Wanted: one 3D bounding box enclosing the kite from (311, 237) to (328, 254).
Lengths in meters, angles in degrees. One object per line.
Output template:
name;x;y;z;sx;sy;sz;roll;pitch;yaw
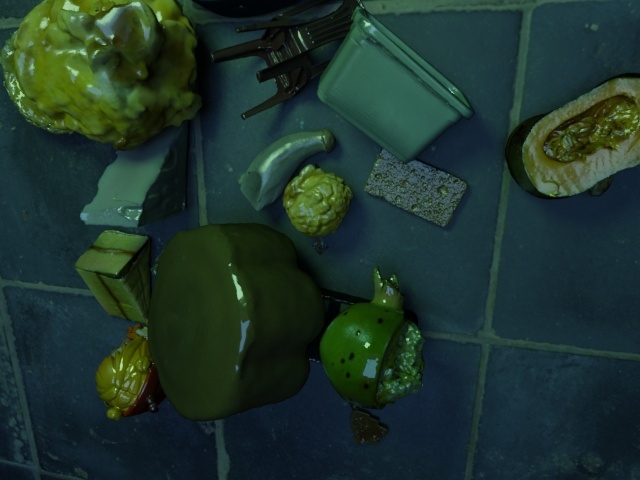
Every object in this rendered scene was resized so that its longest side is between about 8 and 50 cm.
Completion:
kite;0.006;0.003;1.156;0.044;0.002;0.078;29;110;5

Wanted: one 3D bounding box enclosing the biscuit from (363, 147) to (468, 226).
biscuit;0.232;-0.133;1.048;0.230;0.025;0.131;27;111;6

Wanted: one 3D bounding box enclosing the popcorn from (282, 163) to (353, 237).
popcorn;-0.009;-0.096;1.050;0.180;0.180;0.170;-17;66;18

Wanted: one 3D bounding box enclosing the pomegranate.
pomegranate;0.130;0.233;1.011;0.260;0.260;0.341;8;74;12

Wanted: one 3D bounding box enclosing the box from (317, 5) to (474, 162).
box;0.147;-0.318;0.914;0.311;0.175;0.182;33;122;-18

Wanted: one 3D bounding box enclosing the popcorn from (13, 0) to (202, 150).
popcorn;-0.470;-0.415;0.995;0.390;0.354;0.344;-6;144;22

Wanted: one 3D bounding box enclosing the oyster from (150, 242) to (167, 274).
oyster;-0.444;0.044;1.251;0.106;0.061;0.200;25;110;8

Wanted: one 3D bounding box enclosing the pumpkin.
pumpkin;0.566;-0.198;0.891;0.317;0.139;0.222;-27;94;17

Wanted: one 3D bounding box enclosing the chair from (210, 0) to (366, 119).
chair;-0.059;-0.442;0.992;0.326;0.183;0.176;-29;98;-25

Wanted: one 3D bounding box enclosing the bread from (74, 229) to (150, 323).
bread;-0.603;0.115;1.323;0.167;0.163;0.264;11;139;10

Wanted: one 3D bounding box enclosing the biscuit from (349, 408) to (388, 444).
biscuit;0.134;0.550;1.264;0.119;0.019;0.130;-28;97;20

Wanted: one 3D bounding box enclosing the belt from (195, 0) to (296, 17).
belt;-0.154;-0.675;0.919;0.436;0.173;0.300;-10;99;16

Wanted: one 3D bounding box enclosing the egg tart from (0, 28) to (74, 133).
egg tart;-0.721;-0.432;1.160;0.288;0.118;0.288;3;104;12

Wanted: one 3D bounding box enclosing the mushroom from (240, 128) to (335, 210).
mushroom;-0.089;-0.199;1.075;0.270;0.103;0.118;-40;92;15

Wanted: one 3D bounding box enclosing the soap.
soap;-0.463;-0.192;1.087;0.158;0.258;0.302;9;106;13

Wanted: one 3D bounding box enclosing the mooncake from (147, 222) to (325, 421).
mooncake;-0.222;0.188;1.046;0.467;0.262;0.467;-4;83;41

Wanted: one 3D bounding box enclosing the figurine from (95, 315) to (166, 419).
figurine;-0.502;0.360;1.206;0.196;0.323;0.320;28;97;-10

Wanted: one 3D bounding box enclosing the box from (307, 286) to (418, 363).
box;0.079;0.258;1.179;0.350;0.058;0.211;12;106;10
